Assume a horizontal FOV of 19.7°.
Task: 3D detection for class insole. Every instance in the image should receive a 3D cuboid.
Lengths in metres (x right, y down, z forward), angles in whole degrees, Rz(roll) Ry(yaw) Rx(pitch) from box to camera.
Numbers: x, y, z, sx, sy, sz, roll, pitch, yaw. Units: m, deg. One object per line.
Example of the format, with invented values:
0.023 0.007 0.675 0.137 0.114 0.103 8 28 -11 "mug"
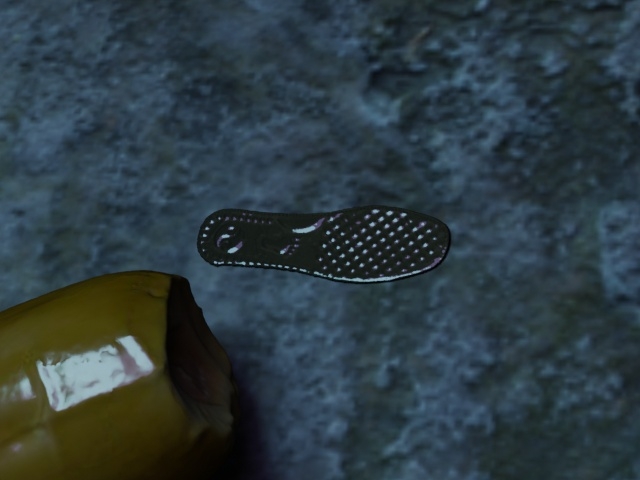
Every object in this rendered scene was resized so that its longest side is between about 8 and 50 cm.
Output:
0.000 0.000 0.942 0.135 0.002 0.045 4 64 18 "insole"

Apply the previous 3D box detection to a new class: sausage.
-0.211 0.122 0.872 0.354 0.116 0.134 -23 30 10 "sausage"
